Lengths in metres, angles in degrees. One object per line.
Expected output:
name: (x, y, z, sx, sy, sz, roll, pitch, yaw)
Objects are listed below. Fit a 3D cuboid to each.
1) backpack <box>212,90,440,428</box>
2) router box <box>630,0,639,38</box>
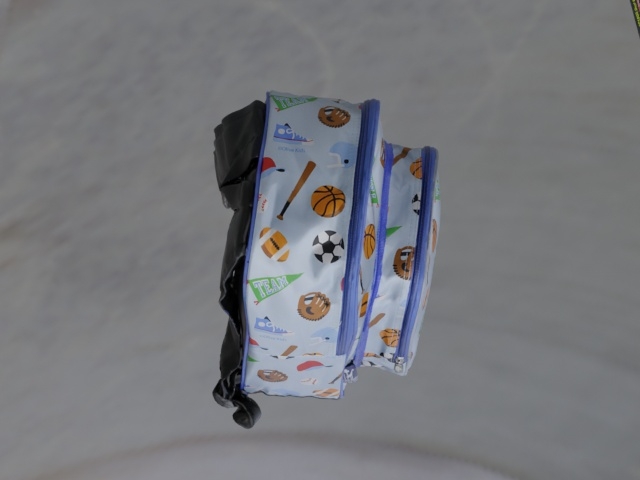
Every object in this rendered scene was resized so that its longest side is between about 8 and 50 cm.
backpack: (0.000, 0.000, 1.593, 0.213, 0.276, 0.263, -2, 156, 4)
router box: (0.371, -0.245, 1.874, 0.092, 0.122, 0.038, -12, -175, 37)
